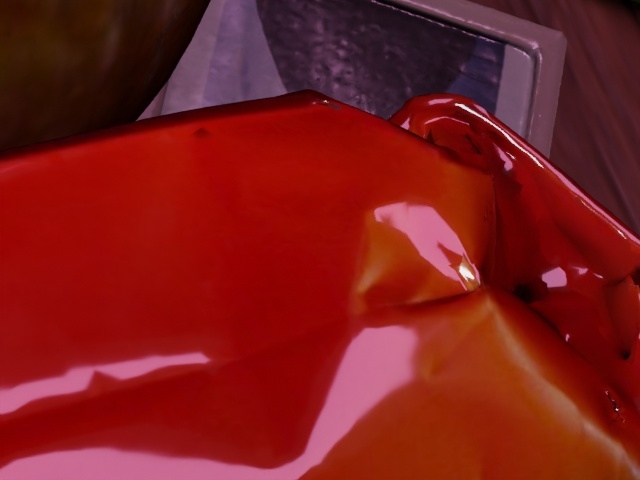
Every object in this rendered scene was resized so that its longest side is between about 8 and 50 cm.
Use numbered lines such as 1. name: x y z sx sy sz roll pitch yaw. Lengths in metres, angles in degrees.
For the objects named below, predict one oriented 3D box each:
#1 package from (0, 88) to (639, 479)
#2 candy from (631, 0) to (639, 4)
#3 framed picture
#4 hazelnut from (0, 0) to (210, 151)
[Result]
1. package: -0.124 0.074 0.428 0.423 0.196 0.123 -17 75 -16
2. candy: 0.143 -0.157 0.688 0.102 0.032 0.178 31 67 -8
3. framed picture: 0.000 0.000 0.601 0.150 0.015 0.203 17 69 -14
4. hazelnut: -0.140 -0.091 0.479 0.234 0.218 0.218 5 72 -20
